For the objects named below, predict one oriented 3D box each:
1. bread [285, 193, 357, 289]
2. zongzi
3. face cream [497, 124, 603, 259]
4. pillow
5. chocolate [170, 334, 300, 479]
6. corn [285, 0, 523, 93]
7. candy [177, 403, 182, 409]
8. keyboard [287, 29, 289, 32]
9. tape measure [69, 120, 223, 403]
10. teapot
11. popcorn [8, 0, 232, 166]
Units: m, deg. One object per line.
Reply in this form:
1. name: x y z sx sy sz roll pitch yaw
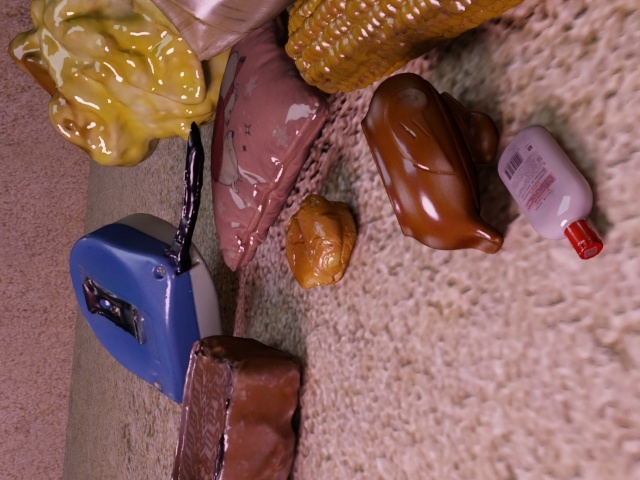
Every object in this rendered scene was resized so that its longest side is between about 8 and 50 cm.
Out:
1. bread: 0.000 0.000 0.582 0.083 0.046 0.081 -30 61 57
2. zongzi: -0.020 -0.277 0.538 0.242 0.112 0.221 -34 24 28
3. face cream: 0.126 -0.024 0.359 0.040 0.021 0.083 -61 34 39
4. pillow: -0.064 -0.115 0.688 0.236 0.084 0.223 120 148 -41
5. chocolate: -0.084 0.210 0.657 0.148 0.093 0.214 -169 85 -65
6. corn: 0.067 -0.169 0.434 0.320 0.097 0.097 -6 80 61
7. candy: -0.146 0.232 0.830 0.182 0.046 0.053 -10 78 61
8. keyboard: 0.040 -0.232 0.530 0.204 0.061 0.013 -42 68 54
9. tape measure: -0.207 0.017 0.768 0.215 0.098 0.351 22 126 33
10. teapot: 0.076 -0.049 0.417 0.098 0.078 0.129 54 -164 -65
11. popcorn: -0.224 -0.262 0.823 0.312 0.312 0.312 -21 67 61
